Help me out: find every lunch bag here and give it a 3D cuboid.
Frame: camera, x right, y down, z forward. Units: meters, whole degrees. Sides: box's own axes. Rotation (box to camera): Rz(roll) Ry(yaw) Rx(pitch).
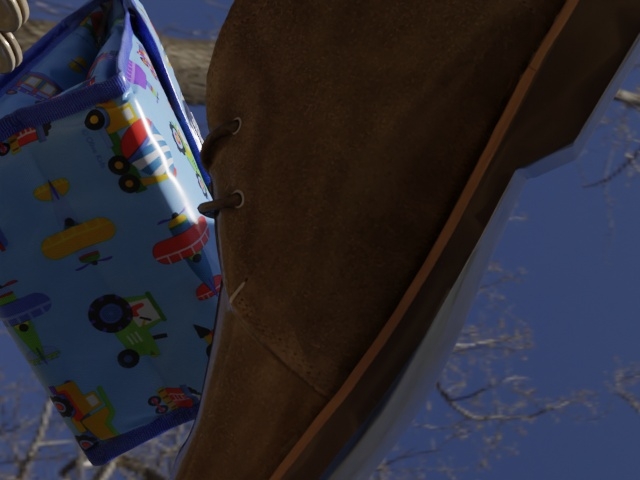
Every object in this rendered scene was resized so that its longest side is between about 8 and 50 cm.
[{"bbox_3d":[-0.124,-0.036,0.790,0.138,0.293,0.221,-20,-66,9],"label":"lunch bag"}]

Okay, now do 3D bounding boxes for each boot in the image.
[{"bbox_3d":[0.000,0.000,0.383,0.115,0.112,0.305,31,-91,9],"label":"boot"}]

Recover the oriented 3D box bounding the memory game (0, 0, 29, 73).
[{"bbox_3d":[-0.207,-0.143,0.528,0.186,0.186,0.012,11,-127,40],"label":"memory game"}]
